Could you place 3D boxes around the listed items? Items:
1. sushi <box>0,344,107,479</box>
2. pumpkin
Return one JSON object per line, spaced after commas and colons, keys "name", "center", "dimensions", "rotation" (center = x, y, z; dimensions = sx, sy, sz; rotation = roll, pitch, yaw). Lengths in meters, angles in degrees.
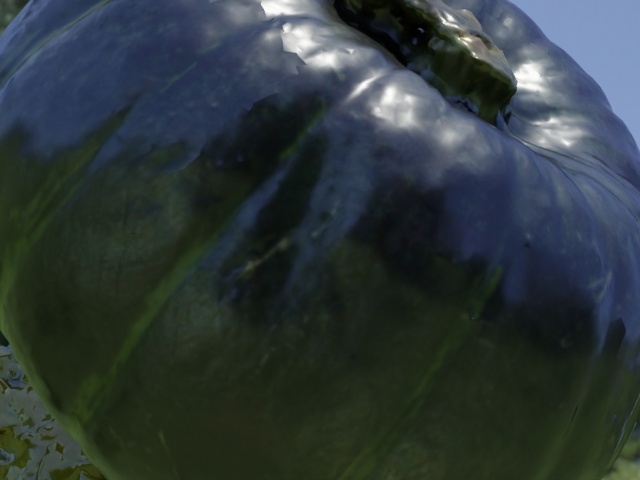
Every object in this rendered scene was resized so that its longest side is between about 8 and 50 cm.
{"name": "sushi", "center": [-0.142, 0.210, 1.465], "dimensions": [0.240, 0.396, 0.351], "rotation": [39, -34, 33]}
{"name": "pumpkin", "center": [0.000, 0.000, 0.709], "dimensions": [0.323, 0.241, 0.323], "rotation": [35, 26, -20]}
